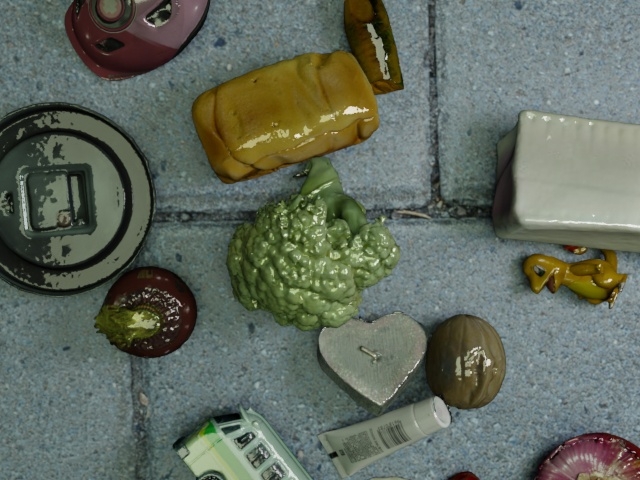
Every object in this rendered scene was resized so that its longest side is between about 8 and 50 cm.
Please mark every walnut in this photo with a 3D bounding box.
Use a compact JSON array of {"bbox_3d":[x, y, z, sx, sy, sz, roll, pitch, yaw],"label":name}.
[{"bbox_3d":[0.251,0.211,1.402,0.140,0.140,0.162,9,102,-5],"label":"walnut"}]

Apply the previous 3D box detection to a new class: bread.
[{"bbox_3d":[-0.056,-0.204,1.351,0.294,0.132,0.167,-19,68,-2],"label":"bread"}]

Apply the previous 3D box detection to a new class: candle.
[{"bbox_3d":[0.092,0.211,1.392,0.192,0.068,0.169,-3,62,-3],"label":"candle"}]

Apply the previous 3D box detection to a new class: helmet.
[{"bbox_3d":[-0.301,-0.390,1.332,0.253,0.154,0.198,-35,95,-8],"label":"helmet"}]

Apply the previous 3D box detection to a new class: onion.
[{"bbox_3d":[0.488,0.456,1.419,0.230,0.163,0.230,-12,62,23],"label":"onion"}]

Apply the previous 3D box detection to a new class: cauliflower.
[{"bbox_3d":[0.000,0.023,1.329,0.281,0.327,0.260,-42,115,-46],"label":"cauliflower"}]

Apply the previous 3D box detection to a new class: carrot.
[{"bbox_3d":[0.089,-0.337,1.398,0.082,0.082,0.173,-14,92,-4],"label":"carrot"}]

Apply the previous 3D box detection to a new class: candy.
[{"bbox_3d":[0.481,-0.088,1.386,0.358,0.145,0.208,5,73,-6],"label":"candy"}]

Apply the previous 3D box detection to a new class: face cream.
[{"bbox_3d":[0.111,0.335,1.395,0.243,0.058,0.092,-29,92,27],"label":"face cream"}]

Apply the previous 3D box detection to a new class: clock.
[{"bbox_3d":[-0.437,-0.068,1.368,0.325,0.067,0.325,0,91,-5],"label":"clock"}]

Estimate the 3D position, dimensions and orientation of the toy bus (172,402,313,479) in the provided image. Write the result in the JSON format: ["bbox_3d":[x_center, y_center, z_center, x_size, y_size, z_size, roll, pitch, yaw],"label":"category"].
[{"bbox_3d":[-0.111,0.410,1.363,0.164,0.133,0.276,-37,88,-11],"label":"toy bus"}]

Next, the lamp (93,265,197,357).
[{"bbox_3d":[-0.286,0.122,1.352,0.156,0.135,0.157,29,87,-5],"label":"lamp"}]

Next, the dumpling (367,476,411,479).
[{"bbox_3d":[0.125,0.485,1.421,0.155,0.181,0.111,53,126,24],"label":"dumpling"}]

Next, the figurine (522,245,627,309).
[{"bbox_3d":[0.449,0.046,1.443,0.176,0.121,0.122,7,63,4],"label":"figurine"}]

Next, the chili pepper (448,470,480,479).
[{"bbox_3d":[0.258,0.445,1.413,0.073,0.123,0.071,12,89,-3],"label":"chili pepper"}]
